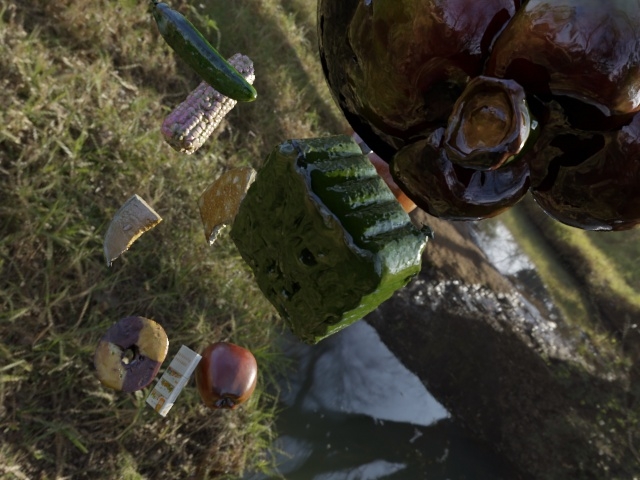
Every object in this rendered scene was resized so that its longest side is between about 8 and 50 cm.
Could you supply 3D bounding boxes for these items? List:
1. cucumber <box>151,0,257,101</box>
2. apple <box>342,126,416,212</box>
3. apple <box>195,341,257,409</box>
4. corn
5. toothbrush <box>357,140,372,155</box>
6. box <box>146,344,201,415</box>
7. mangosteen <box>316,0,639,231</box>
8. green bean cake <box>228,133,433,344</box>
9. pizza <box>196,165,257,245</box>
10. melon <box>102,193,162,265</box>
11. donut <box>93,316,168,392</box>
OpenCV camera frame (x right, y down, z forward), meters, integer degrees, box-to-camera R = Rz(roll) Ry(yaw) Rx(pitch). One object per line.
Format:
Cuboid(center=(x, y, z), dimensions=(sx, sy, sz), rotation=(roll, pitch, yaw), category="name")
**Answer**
Cuboid(center=(-0.207, -0.318, 0.880), dimensions=(0.250, 0.056, 0.056), rotation=(45, 24, -1), category="cucumber")
Cuboid(center=(0.132, -0.157, 1.232), dimensions=(0.253, 0.253, 0.253), rotation=(37, 26, -22), category="apple")
Cuboid(center=(-0.333, 0.481, 1.857), dimensions=(0.234, 0.234, 0.234), rotation=(37, 26, -22), category="apple")
Cuboid(center=(-0.315, -0.388, 1.468), dimensions=(0.127, 0.335, 0.126), rotation=(33, -14, 10), category="corn")
Cuboid(center=(-0.005, -0.129, 1.132), dimensions=(0.030, 0.297, 0.030), rotation=(-26, 86, -53), category="toothbrush")
Cuboid(center=(-0.495, 0.469, 1.765), dimensions=(0.122, 0.220, 0.032), rotation=(12, -26, 50), category="box")
Cuboid(center=(0.187, -0.197, 0.515), dimensions=(0.382, 0.382, 0.435), rotation=(34, 27, -28), category="mangosteen")
Cuboid(center=(0.000, 0.000, 0.781), dimensions=(0.156, 0.247, 0.249), rotation=(-17, 68, -39), category="green bean cake")
Cuboid(center=(-0.211, -0.085, 1.205), dimensions=(0.034, 0.181, 0.262), rotation=(44, 17, -35), category="pizza")
Cuboid(center=(-0.496, -0.026, 1.318), dimensions=(0.098, 0.182, 0.054), rotation=(48, 0, 7), category="melon")
Cuboid(center=(-0.474, 0.282, 1.306), dimensions=(0.166, 0.073, 0.184), rotation=(16, 75, -23), category="donut")
